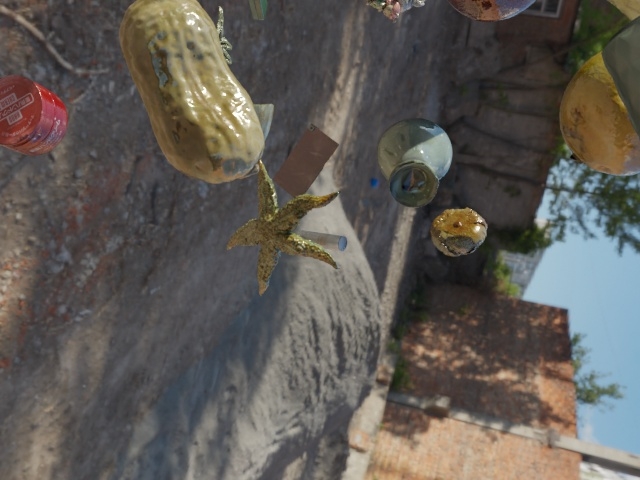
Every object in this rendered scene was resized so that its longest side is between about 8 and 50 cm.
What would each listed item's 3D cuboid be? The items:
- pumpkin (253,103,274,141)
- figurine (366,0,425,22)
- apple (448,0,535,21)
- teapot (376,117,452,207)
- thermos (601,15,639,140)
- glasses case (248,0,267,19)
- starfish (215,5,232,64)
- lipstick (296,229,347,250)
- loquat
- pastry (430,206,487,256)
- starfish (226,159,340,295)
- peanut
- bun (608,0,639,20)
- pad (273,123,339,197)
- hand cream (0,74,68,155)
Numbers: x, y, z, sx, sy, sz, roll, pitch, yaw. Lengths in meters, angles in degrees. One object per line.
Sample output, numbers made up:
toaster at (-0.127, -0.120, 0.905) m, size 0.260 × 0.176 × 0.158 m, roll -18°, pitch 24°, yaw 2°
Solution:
pumpkin at (-0.191, -0.208, 1.287) m, size 0.217 × 0.217 × 0.110 m, roll -44°, pitch 126°, yaw -69°
figurine at (0.195, -0.615, 1.663) m, size 0.081 × 0.146 × 0.098 m, roll -120°, pitch -128°, yaw -81°
apple at (0.420, -0.667, 1.481) m, size 0.235 × 0.306 × 0.305 m, roll 179°, pitch -76°, yaw -69°
teapot at (0.220, -0.177, 1.494) m, size 0.251 × 0.183 × 0.183 m, roll -74°, pitch 169°, yaw -62°
thermos at (0.454, -0.130, 0.713) m, size 0.145 × 0.182 × 0.286 m, roll -2°, pitch 69°, yaw -69°
glasses case at (-0.209, -0.807, 2.064) m, size 0.184 × 0.039 × 0.077 m, roll 79°, pitch 17°, yaw -63°
starfish at (-0.309, -0.600, 1.931) m, size 0.223 × 0.050 × 0.217 m, roll 36°, pitch 63°, yaw -83°
lipstick at (0.000, 0.000, 1.611) m, size 0.040 × 0.141 × 0.040 m, roll -13°, pitch 107°, yaw -51°
loquat at (0.574, -0.248, 1.202) m, size 0.244 × 0.244 × 0.244 m, roll 11°, pitch 90°, yaw -77°
pastry at (0.373, -0.024, 1.716) m, size 0.153 × 0.153 × 0.081 m, roll -66°, pitch 142°, yaw -45°
starfish at (-0.102, -0.008, 1.534) m, size 0.078 × 0.347 × 0.358 m, roll -18°, pitch 124°, yaw -55°
peanut at (-0.190, -0.210, 0.910) m, size 0.143 × 0.159 × 0.291 m, roll -29°, pitch 93°, yaw -39°
bun at (0.424, -0.379, 0.843) m, size 0.220 × 0.134 × 0.220 m, roll 48°, pitch 32°, yaw -45°
pad at (-0.042, -0.208, 1.700) m, size 0.188 × 0.113 × 0.006 m, roll -54°, pitch 153°, yaw 11°
hand cream at (-0.778, -0.325, 1.676) m, size 0.125 × 0.193 × 0.193 m, roll 23°, pitch 79°, yaw -77°
